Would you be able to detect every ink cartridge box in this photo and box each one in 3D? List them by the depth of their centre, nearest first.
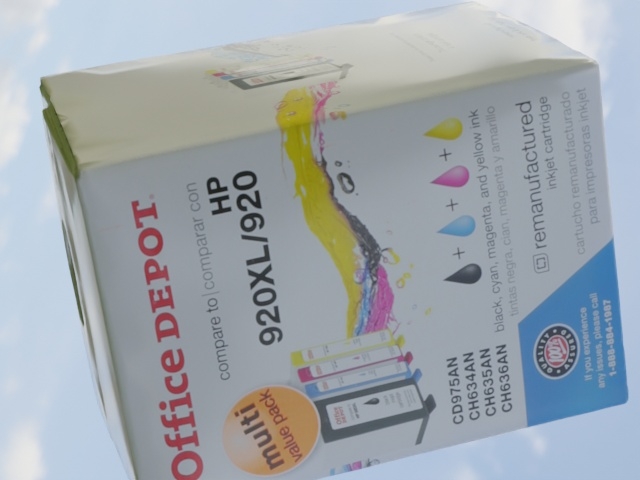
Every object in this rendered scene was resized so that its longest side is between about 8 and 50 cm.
[{"bbox_3d":[0.000,0.000,0.798,0.168,0.233,0.171,-130,-151,-67],"label":"ink cartridge box"}]
